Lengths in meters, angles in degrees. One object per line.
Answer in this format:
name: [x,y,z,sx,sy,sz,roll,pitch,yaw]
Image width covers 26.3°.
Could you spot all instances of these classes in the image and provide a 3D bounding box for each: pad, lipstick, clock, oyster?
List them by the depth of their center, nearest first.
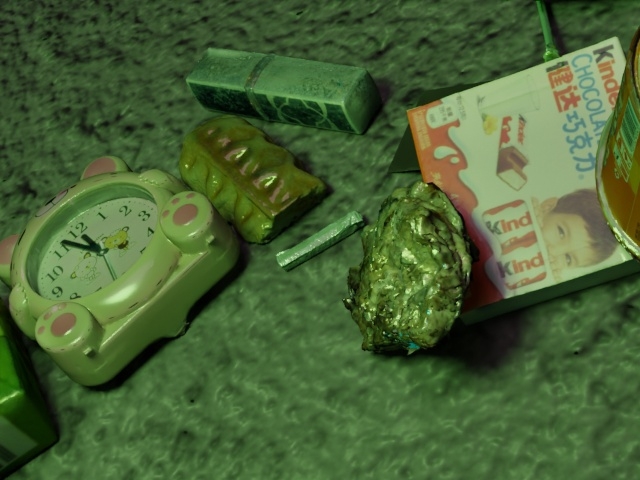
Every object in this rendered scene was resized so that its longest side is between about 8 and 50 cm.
oyster: [0.094,0.044,1.525,0.198,0.092,0.260,-65,34,27]
pad: [0.169,-0.144,1.700,0.190,0.004,0.127,-3,57,51]
clock: [-0.281,0.023,1.784,0.284,0.114,0.309,-44,43,-10]
lipstick: [-0.051,-0.208,1.885,0.289,0.077,0.076,11,58,36]

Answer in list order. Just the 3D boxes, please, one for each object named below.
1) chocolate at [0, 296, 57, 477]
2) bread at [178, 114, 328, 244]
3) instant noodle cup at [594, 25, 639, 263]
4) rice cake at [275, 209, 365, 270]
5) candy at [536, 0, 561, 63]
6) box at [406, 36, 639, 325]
chocolate: [-0.500,0.209,1.724,0.301,0.137,0.289,-33,43,-2]
bread: [-0.103,-0.088,1.807,0.128,0.088,0.232,-47,49,-5]
instant noodle cup: [0.420,-0.116,1.369,0.296,0.214,0.296,-4,65,8]
rice cake: [0.000,0.000,1.708,0.121,0.021,0.022,-30,53,2]
candy: [0.285,-0.237,1.735,0.091,0.083,0.305,-14,38,12]
box: [0.251,-0.068,1.549,0.265,0.048,0.273,-19,63,13]
